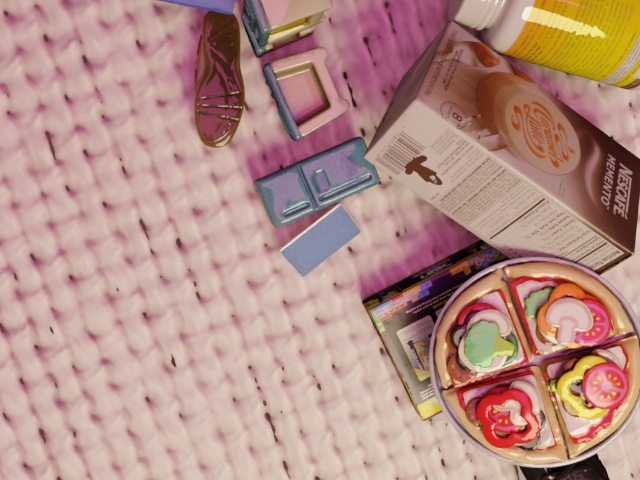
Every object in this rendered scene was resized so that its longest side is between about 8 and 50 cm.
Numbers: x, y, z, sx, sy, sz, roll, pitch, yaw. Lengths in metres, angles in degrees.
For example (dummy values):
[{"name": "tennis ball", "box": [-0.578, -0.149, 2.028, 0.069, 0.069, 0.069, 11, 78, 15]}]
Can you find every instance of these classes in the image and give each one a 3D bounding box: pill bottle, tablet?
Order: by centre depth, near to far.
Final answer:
[{"name": "pill bottle", "box": [0.241, -0.230, 0.717, 0.215, 0.117, 0.117, 13, 95, -7]}, {"name": "tablet", "box": [0.000, 0.000, 0.761, 0.083, 0.006, 0.054, -38, 135, 1]}]

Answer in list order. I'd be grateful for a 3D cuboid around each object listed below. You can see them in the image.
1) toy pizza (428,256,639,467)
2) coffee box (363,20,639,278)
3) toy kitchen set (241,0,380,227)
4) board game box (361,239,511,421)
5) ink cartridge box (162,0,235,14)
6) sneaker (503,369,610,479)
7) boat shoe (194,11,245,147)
[{"name": "toy pizza", "box": [0.203, 0.116, 0.675, 0.201, 0.032, 0.201, 0, 92, 9]}, {"name": "coffee box", "box": [0.184, -0.079, 0.707, 0.246, 0.098, 0.141, 33, 51, -9]}, {"name": "toy kitchen set", "box": [-0.028, -0.123, 0.677, 0.122, 0.166, 0.207, -24, 99, -3]}, {"name": "board game box", "box": [0.151, 0.092, 0.782, 0.170, 0.048, 0.141, -26, 101, -3]}, {"name": "ink cartridge box", "box": [-0.095, -0.409, 0.616, 0.270, 0.151, 0.395, 3, 95, -23]}, {"name": "sneaker", "box": [0.245, 0.213, 0.736, 0.107, 0.124, 0.283, -31, 113, 0]}, {"name": "boat shoe", "box": [-0.102, -0.160, 0.727, 0.050, 0.045, 0.135, 5, 92, -14]}]
